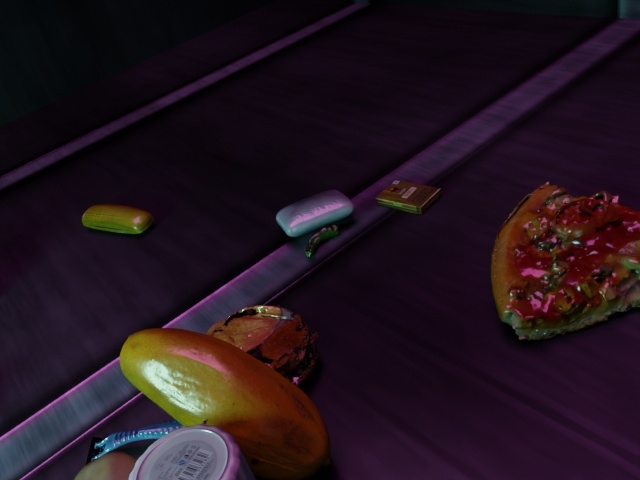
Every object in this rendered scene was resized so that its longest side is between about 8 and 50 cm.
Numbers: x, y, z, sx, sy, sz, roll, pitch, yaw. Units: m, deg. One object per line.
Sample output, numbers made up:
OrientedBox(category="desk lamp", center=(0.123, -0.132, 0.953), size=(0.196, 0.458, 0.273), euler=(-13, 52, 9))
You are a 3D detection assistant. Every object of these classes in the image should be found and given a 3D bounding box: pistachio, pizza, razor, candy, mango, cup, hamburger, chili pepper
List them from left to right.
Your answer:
OrientedBox(category="pistachio", center=(-0.300, 0.401, 0.932), size=(0.144, 0.144, 0.215), euler=(-19, 31, -4))
OrientedBox(category="razor", center=(-0.281, 0.334, 1.109), size=(0.253, 0.042, 0.082), euler=(-14, 32, 2))
OrientedBox(category="cup", center=(-0.173, 0.362, 0.876), size=(0.221, 0.202, 0.167), euler=(8, 38, 33))
OrientedBox(category="mango", center=(-0.142, 0.241, 0.979), size=(0.359, 0.187, 0.144), euler=(32, 51, 0))
OrientedBox(category="hamburger", center=(-0.118, 0.209, 1.169), size=(0.231, 0.106, 0.231), euler=(-14, 30, 8))
OrientedBox(category="candy", center=(-0.015, -0.068, 1.555), size=(0.174, 0.071, 0.138), euler=(-22, 22, -9))
OrientedBox(category="chili pepper", center=(-0.007, -0.002, 1.493), size=(0.055, 0.035, 0.118), euler=(-4, 28, 47))
OrientedBox(category="pizza", center=(0.522, 0.007, 1.172), size=(0.406, 0.130, 0.440), euler=(0, 36, 27))

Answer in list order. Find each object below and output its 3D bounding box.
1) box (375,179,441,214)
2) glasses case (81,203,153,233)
OrientedBox(category="box", center=(0.212, -0.106, 1.563), size=(0.133, 0.023, 0.090), euler=(15, 43, 39))
OrientedBox(category="glasses case", center=(-0.561, -0.061, 1.790), size=(0.234, 0.064, 0.079), euler=(7, 47, 30))
